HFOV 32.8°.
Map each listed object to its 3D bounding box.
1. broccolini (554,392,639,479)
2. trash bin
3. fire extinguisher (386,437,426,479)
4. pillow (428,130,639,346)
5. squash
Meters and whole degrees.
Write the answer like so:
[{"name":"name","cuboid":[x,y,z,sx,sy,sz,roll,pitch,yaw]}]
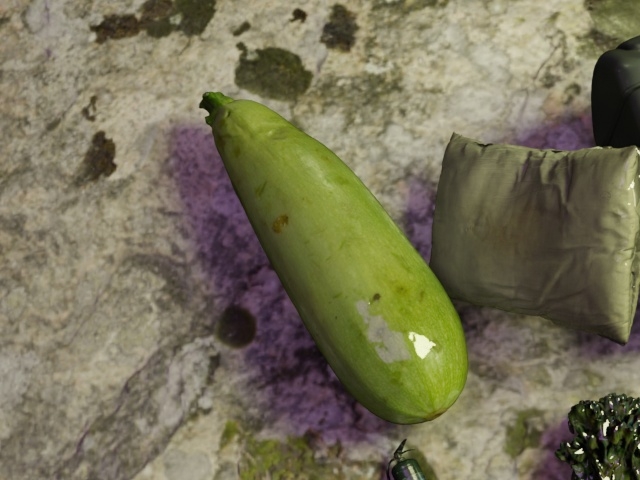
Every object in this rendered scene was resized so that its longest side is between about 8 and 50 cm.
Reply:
[{"name":"broccolini","cuboid":[0.226,0.219,0.849,0.091,0.068,0.203,9,76,-4]},{"name":"trash bin","cuboid":[0.290,-0.049,0.856,0.101,0.177,0.236,-12,74,2]},{"name":"fire extinguisher","cuboid":[0.077,0.211,0.909,0.038,0.025,0.083,-35,67,26]},{"name":"pillow","cuboid":[0.166,-0.009,0.867,0.229,0.050,0.148,12,94,58]},{"name":"squash","cuboid":[0.007,-0.003,0.947,0.118,0.118,0.370,-34,64,2]}]
